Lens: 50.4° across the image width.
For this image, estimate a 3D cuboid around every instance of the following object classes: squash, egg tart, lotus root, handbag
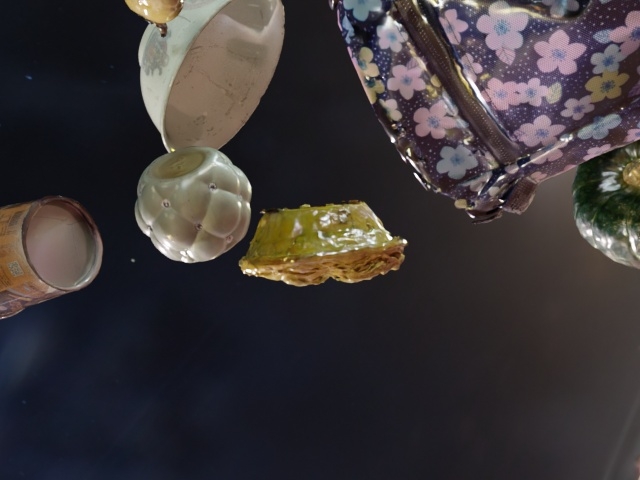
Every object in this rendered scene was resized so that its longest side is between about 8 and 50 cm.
[{"bbox_3d":[0.521,-0.077,1.052,0.165,0.252,0.252,20,-86,-32],"label":"squash"},{"bbox_3d":[0.001,-0.001,0.816,0.213,0.213,0.090,-9,-83,-59],"label":"egg tart"},{"bbox_3d":[-0.289,-0.445,1.173,0.221,0.118,0.125,118,159,-60],"label":"lotus root"},{"bbox_3d":[0.115,-0.136,0.395,0.228,0.208,0.127,59,-150,-10],"label":"handbag"}]

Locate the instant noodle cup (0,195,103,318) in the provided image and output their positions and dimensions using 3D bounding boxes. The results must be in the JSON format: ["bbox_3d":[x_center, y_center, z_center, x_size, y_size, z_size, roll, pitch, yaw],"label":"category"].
[{"bbox_3d":[-0.526,0.022,1.220,0.217,0.207,0.217,30,-126,-53],"label":"instant noodle cup"}]

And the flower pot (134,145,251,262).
[{"bbox_3d":[-0.266,-0.080,1.429,0.246,0.246,0.195,-45,-45,-36],"label":"flower pot"}]

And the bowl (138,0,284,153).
[{"bbox_3d":[-0.285,-0.418,1.565,0.435,0.196,0.435,-52,-14,-19],"label":"bowl"}]
